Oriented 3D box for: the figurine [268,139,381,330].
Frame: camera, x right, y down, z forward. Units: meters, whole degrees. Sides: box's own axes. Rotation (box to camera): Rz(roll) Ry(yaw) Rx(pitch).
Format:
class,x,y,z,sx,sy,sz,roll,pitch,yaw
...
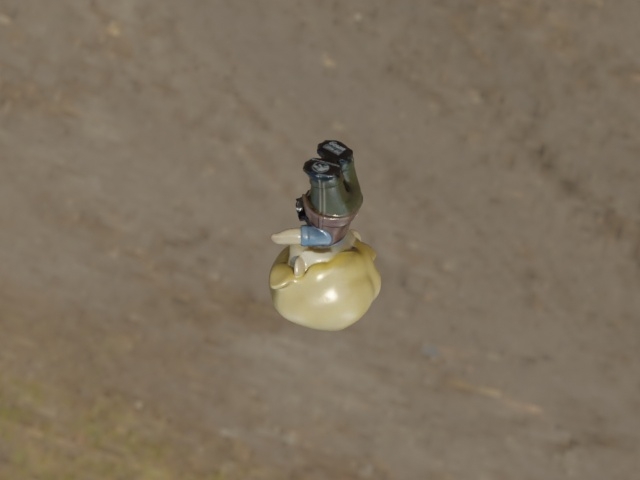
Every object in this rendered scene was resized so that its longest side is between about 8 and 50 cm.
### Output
class,x,y,z,sx,sy,sz,roll,pitch,yaw
figurine,0.000,0.000,1.853,0.108,0.114,0.196,7,128,15
